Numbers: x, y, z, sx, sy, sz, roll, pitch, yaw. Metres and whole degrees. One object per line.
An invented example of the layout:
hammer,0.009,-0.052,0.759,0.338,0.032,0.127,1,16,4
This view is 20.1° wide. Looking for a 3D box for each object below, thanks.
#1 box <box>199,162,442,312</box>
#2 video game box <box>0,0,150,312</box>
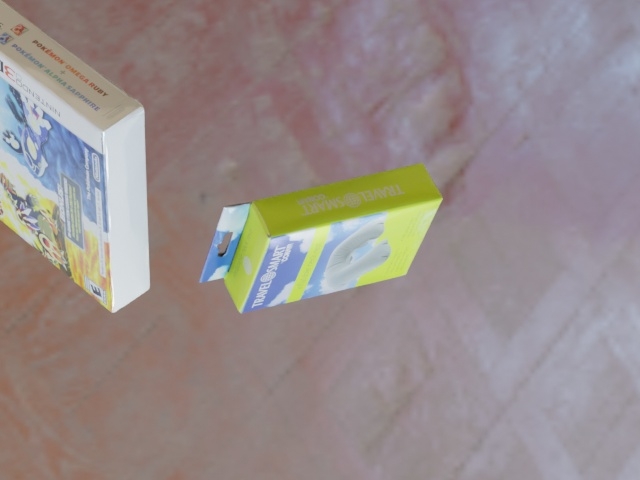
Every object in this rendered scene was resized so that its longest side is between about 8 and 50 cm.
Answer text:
box,0.000,0.000,1.438,0.178,0.109,0.042,-13,59,-25
video game box,-0.211,-0.069,1.401,0.048,0.187,0.205,-34,147,-30
